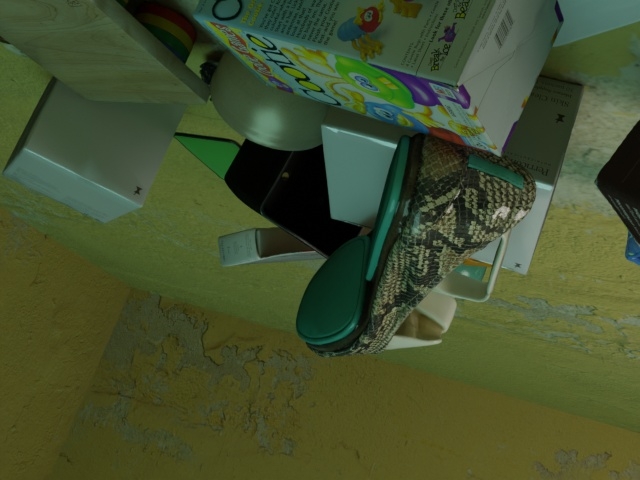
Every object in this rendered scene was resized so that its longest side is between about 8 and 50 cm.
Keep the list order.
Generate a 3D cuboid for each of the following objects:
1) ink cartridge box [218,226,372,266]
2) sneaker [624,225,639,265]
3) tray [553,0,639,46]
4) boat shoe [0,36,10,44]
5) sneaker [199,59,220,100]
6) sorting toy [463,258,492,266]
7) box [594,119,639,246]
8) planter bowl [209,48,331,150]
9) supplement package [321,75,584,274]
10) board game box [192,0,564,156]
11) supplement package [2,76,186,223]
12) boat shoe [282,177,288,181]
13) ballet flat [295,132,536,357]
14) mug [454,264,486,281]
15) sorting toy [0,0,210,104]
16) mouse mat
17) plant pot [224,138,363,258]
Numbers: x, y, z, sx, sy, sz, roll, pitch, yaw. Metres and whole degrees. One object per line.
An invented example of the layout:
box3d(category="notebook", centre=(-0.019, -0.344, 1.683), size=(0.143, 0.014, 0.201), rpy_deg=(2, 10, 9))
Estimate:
box3d(category="ink cartridge box", centre=(0.000, 0.000, 1.432), size=(0.275, 0.060, 0.239), rpy_deg=(-3, 174, -38))
box3d(category="sneaker", centre=(0.491, 0.010, 1.018), size=(0.240, 0.126, 0.091), rpy_deg=(11, 162, 31))
box3d(category="tray", centre=(0.167, -0.261, 0.694), size=(0.270, 0.030, 0.145), rpy_deg=(29, 163, -29))
box3d(category="boat shoe", centre=(-0.511, -0.350, 1.185), size=(0.207, 0.073, 0.073), rpy_deg=(34, 162, -20))
box3d(category="sneaker", centre=(-0.072, -0.200, 1.129), size=(0.237, 0.086, 0.085), rpy_deg=(25, 139, 35))
box3d(category="sorting toy", centre=(0.196, -0.075, 1.207), size=(0.195, 0.047, 0.348), rpy_deg=(11, 150, 23))
box3d(category="box", centre=(0.405, -0.042, 0.764), size=(0.167, 0.168, 0.203), rpy_deg=(37, -179, -45))
box3d(category="planter bowl", centre=(-0.039, -0.200, 0.967), size=(0.162, 0.162, 0.109), rpy_deg=(22, 139, -5))
box3d(category="supplement package", centre=(0.150, -0.099, 0.987), size=(0.261, 0.145, 0.204), rpy_deg=(16, 153, 13))
box3d(category="board game box", centre=(0.051, -0.199, 0.744), size=(0.275, 0.144, 0.142), rpy_deg=(23, 174, 31))
box3d(category="supplement package", centre=(-0.381, -0.169, 1.385), size=(0.199, 0.198, 0.262), rpy_deg=(28, 163, -23))
box3d(category="boat shoe", centre=(-0.002, -0.055, 1.525), size=(0.189, 0.072, 0.068), rpy_deg=(15, 163, 19))
box3d(category="ballet flat", centre=(0.105, 0.042, 0.962), size=(0.182, 0.164, 0.483), rpy_deg=(16, 152, -8))
box3d(category="mug", centre=(0.224, 0.039, 1.512), size=(0.157, 0.097, 0.129), rpy_deg=(12, 163, 28))
box3d(category="sorting toy", centre=(-0.300, -0.286, 1.090), size=(0.257, 0.089, 0.255), rpy_deg=(9, 161, 36))
box3d(category="mouse mat", centre=(-0.173, -0.148, 1.555), size=(0.152, 0.007, 0.189), rpy_deg=(11, 163, 31))
box3d(category="plant pot", centre=(-0.031, -0.098, 1.242), size=(0.187, 0.188, 0.167), rpy_deg=(34, 171, -41))
